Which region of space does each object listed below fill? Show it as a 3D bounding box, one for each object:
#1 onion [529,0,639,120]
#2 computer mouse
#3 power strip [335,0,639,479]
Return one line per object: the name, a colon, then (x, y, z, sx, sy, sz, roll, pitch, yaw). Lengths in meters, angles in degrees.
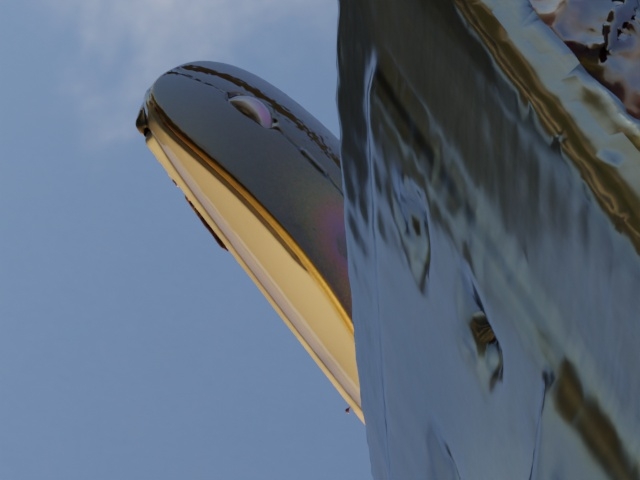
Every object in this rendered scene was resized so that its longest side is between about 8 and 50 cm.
onion: (0.146, -0.032, 0.733, 0.146, 0.314, 0.280, -24, -87, 9)
computer mouse: (0.000, 0.000, 1.230, 0.072, 0.158, 0.310, -37, -88, 27)
power strip: (0.074, 0.060, 0.450, 0.092, 0.257, 0.251, -8, -143, -7)
